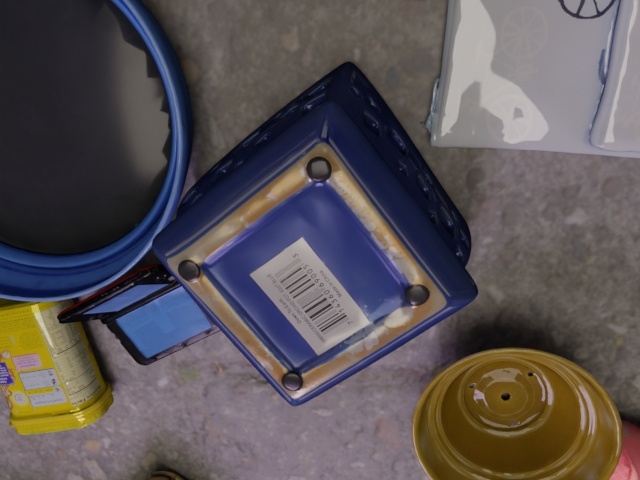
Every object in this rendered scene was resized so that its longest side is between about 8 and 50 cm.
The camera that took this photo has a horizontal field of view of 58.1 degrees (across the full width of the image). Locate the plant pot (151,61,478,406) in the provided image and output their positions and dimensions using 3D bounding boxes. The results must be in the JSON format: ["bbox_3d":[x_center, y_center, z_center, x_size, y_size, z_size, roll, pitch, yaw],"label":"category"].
[{"bbox_3d":[0.000,0.000,0.547,0.236,0.212,0.236,-35,103,17],"label":"plant pot"}]

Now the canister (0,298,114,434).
[{"bbox_3d":[-0.346,0.146,0.717,0.126,0.073,0.170,-10,108,10],"label":"canister"}]

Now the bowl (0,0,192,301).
[{"bbox_3d":[-0.323,-0.125,0.608,0.391,0.077,0.391,2,111,5],"label":"bowl"}]

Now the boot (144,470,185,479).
[{"bbox_3d":[-0.286,0.397,0.794,0.262,0.095,0.203,25,112,-5],"label":"boot"}]

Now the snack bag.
[{"bbox_3d":[0.279,-0.232,0.520,0.342,0.037,0.323,5,112,5],"label":"snack bag"}]

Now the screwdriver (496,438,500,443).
[{"bbox_3d":[0.253,0.324,0.742,0.025,0.024,0.170,-1,116,38],"label":"screwdriver"}]

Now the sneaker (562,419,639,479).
[{"bbox_3d":[0.305,0.342,0.714,0.136,0.116,0.314,24,105,8],"label":"sneaker"}]

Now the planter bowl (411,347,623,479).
[{"bbox_3d":[0.216,0.199,0.660,0.217,0.090,0.217,4,109,10],"label":"planter bowl"}]

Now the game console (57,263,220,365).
[{"bbox_3d":[-0.205,0.094,0.677,0.144,0.124,0.085,-27,79,15],"label":"game console"}]
